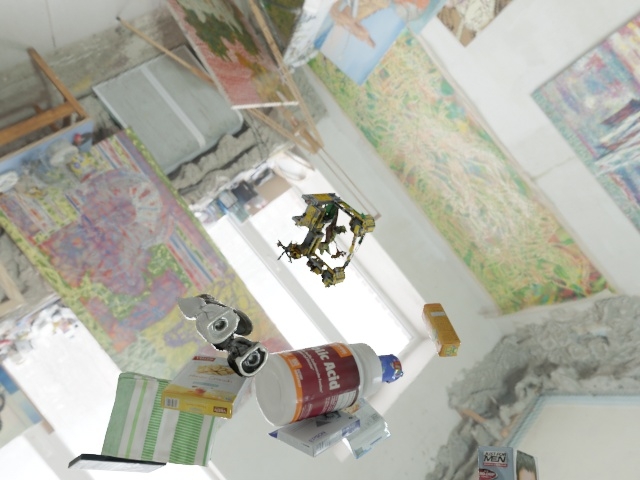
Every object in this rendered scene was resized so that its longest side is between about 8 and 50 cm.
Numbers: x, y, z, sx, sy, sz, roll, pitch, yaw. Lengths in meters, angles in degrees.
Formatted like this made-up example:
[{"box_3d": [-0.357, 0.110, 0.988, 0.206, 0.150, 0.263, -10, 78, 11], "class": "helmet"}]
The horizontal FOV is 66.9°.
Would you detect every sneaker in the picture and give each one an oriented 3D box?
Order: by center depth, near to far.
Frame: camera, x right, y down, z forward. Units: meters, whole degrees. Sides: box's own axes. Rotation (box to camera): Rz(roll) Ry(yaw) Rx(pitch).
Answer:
[{"box_3d": [-0.325, 0.245, 1.530, 0.083, 0.222, 0.118, -65, 165, 4], "class": "sneaker"}]

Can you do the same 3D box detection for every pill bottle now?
[{"box_3d": [0.001, 0.461, 1.614, 0.392, 0.224, 0.224, -2, 156, -36], "class": "pill bottle"}]

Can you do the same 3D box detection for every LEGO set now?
[{"box_3d": [0.000, 0.000, 1.567, 0.192, 0.255, 0.331, -10, 142, -50], "class": "LEGO set"}]

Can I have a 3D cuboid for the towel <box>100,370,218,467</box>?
[{"box_3d": [-0.477, 0.548, 1.479, 0.038, 0.324, 0.248, 124, -24, -77], "class": "towel"}]

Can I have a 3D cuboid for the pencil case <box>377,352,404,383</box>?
[{"box_3d": [0.213, 0.566, 2.103, 0.306, 0.133, 0.119, 4, 170, -32], "class": "pencil case"}]

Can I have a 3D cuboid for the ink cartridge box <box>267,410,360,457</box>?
[{"box_3d": [-0.023, 0.607, 1.585, 0.224, 0.045, 0.223, 1, -171, 44], "class": "ink cartridge box"}]

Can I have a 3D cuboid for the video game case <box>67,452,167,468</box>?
[{"box_3d": [-0.680, 0.750, 1.625, 0.196, 0.274, 0.026, -40, -138, 43], "class": "video game case"}]

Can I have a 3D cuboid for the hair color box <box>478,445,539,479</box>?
[{"box_3d": [0.557, 0.815, 1.411, 0.113, 0.185, 0.375, -19, -129, 40], "class": "hair color box"}]

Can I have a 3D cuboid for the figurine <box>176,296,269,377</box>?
[{"box_3d": [-0.259, 0.226, 1.212, 0.092, 0.215, 0.209, -47, -148, -23], "class": "figurine"}]

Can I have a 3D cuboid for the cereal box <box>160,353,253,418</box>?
[{"box_3d": [-0.274, 0.361, 1.227, 0.240, 0.173, 0.047, -63, 160, -80], "class": "cereal box"}]

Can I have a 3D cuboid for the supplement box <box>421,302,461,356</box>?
[{"box_3d": [0.479, 0.355, 1.938, 0.080, 0.078, 0.233, -2, -147, -11], "class": "supplement box"}]

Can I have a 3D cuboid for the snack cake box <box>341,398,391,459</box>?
[{"box_3d": [0.120, 0.659, 1.783, 0.152, 0.089, 0.264, -29, -159, -15], "class": "snack cake box"}]
